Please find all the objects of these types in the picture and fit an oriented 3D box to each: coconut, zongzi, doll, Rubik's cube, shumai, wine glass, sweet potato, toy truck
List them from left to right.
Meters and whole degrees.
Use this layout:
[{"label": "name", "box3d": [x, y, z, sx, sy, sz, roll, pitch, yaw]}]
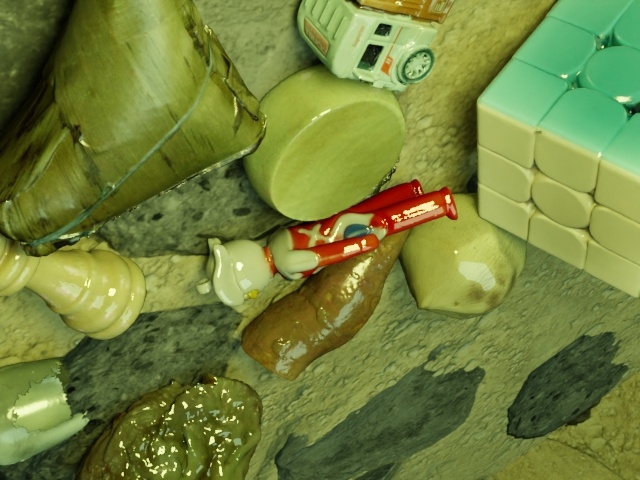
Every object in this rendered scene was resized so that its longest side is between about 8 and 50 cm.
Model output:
[{"label": "wine glass", "box3d": [-0.482, 0.257, 1.361, 0.321, 0.143, 0.143, -20, 144, -26]}, {"label": "zongzi", "box3d": [-0.250, -0.162, 1.026, 0.323, 0.160, 0.360, -33, 147, -7]}, {"label": "shumai", "box3d": [-0.216, 0.403, 1.642, 0.346, 0.283, 0.217, -22, 146, -16]}, {"label": "doll", "box3d": [0.000, 0.000, 1.460, 0.384, 0.188, 0.099, -18, 103, -9]}, {"label": "sweet potato", "box3d": [0.031, 0.094, 1.630, 0.337, 0.131, 0.131, -39, 147, 7]}, {"label": "toy truck", "box3d": [0.086, -0.325, 1.152, 0.162, 0.136, 0.305, -2, 132, -38]}, {"label": "coconut", "box3d": [0.231, 0.036, 1.662, 0.224, 0.224, 0.224, -24, 145, -18]}, {"label": "Rubik's cube", "box3d": [0.422, -0.147, 1.459, 0.290, 0.292, 0.291, -48, 151, -21]}]

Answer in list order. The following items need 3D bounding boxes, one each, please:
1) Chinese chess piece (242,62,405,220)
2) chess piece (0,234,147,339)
[{"label": "Chinese chess piece", "box3d": [0.006, -0.131, 1.357, 0.238, 0.092, 0.237, -24, 144, -19]}, {"label": "chess piece", "box3d": [-0.376, 0.016, 1.182, 0.117, 0.117, 0.397, -43, 145, 11]}]
